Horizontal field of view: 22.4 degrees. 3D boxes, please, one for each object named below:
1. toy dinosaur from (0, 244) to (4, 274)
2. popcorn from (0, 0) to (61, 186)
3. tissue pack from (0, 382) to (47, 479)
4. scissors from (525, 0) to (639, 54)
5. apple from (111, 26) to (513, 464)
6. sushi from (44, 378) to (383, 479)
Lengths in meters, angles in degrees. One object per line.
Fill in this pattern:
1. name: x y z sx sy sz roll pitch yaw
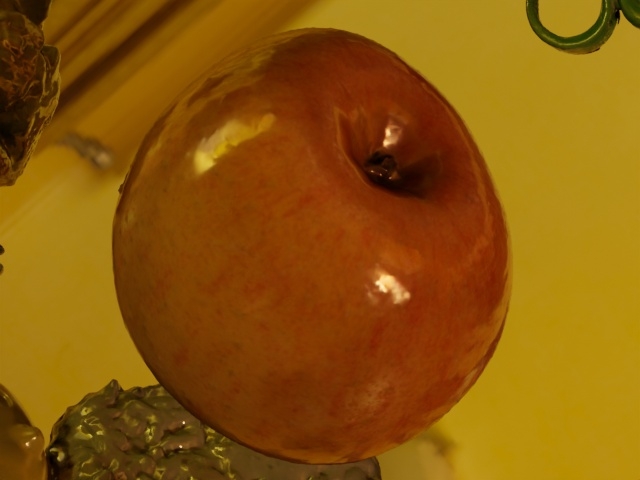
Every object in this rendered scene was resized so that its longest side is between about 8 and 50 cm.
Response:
1. toy dinosaur: -0.497 0.026 1.924 0.259 0.153 0.094 -17 -138 -30
2. popcorn: -0.376 -0.152 1.526 0.225 0.276 0.276 -35 -94 -38
3. tissue pack: -0.251 0.128 0.951 0.178 0.127 0.123 23 -161 -38
4. scissors: 0.150 -0.206 0.883 0.027 0.101 0.204 12 -112 -64
5. apple: 0.000 0.000 1.168 0.299 0.275 0.299 12 -130 -15
6. sushi: -0.094 0.229 1.469 0.343 0.182 0.196 0 -128 -23
